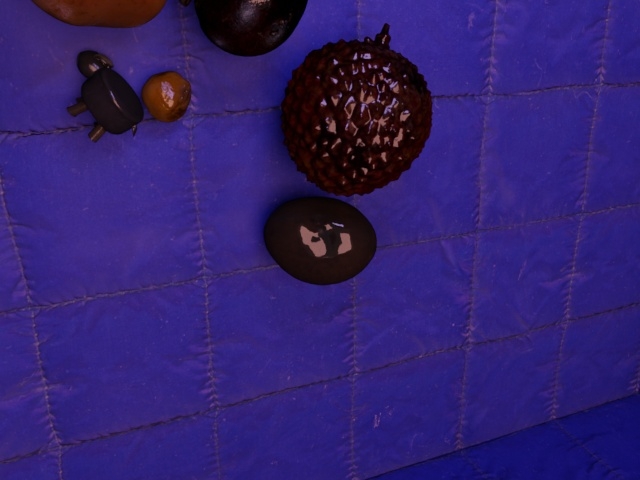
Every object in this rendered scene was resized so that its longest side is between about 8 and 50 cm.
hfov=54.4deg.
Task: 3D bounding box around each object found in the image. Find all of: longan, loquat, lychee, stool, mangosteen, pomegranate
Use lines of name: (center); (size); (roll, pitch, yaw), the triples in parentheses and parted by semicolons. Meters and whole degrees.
longan: (0.000, 0.000, 1.894); (0.350, 0.288, 0.288); (12, 104, -16)
loquat: (-0.407, -0.386, 1.657); (0.137, 0.113, 0.137); (1, 85, -15)
lychee: (0.108, -0.363, 1.721); (0.424, 0.424, 0.500); (28, 81, -30)
stool: (-0.554, -0.362, 1.591); (0.139, 0.228, 0.153); (-28, 163, 11)
mangosteen: (-0.185, -0.622, 1.542); (0.330, 0.330, 0.330); (-8, 112, -21)
pomegranate: (-0.512, -0.647, 1.373); (0.410, 0.410, 0.410); (-8, 112, -21)
